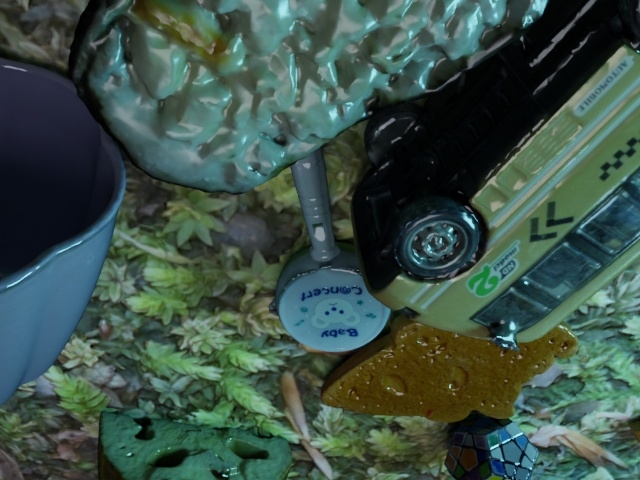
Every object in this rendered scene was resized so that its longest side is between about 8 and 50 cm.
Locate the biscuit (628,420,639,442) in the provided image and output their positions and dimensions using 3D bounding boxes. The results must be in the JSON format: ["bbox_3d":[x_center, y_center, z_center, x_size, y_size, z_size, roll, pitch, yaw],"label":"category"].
[{"bbox_3d":[0.481,0.203,0.790,0.224,0.033,0.144,-32,117,22],"label":"biscuit"}]

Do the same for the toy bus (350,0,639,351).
[{"bbox_3d":[0.190,-0.085,0.515,0.202,0.176,0.365,29,119,-24],"label":"toy bus"}]

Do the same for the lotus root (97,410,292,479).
[{"bbox_3d":[-0.159,0.287,0.817,0.235,0.138,0.118,12,114,0],"label":"lotus root"}]

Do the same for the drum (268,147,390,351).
[{"bbox_3d":[0.021,0.002,0.653,0.130,0.049,0.253,6,125,-2],"label":"drum"}]

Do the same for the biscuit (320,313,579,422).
[{"bbox_3d":[0.133,0.135,0.748,0.281,0.043,0.183,-17,119,18],"label":"biscuit"}]

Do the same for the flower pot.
[{"bbox_3d":[-0.298,0.011,0.566,0.265,0.265,0.243,13,137,-7],"label":"flower pot"}]

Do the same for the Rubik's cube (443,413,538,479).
[{"bbox_3d":[0.195,0.251,0.793,0.111,0.111,0.093,16,151,-9],"label":"Rubik's cube"}]

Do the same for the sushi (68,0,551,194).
[{"bbox_3d":[-0.005,-0.180,0.457,0.350,0.170,0.211,-37,120,23],"label":"sushi"}]
